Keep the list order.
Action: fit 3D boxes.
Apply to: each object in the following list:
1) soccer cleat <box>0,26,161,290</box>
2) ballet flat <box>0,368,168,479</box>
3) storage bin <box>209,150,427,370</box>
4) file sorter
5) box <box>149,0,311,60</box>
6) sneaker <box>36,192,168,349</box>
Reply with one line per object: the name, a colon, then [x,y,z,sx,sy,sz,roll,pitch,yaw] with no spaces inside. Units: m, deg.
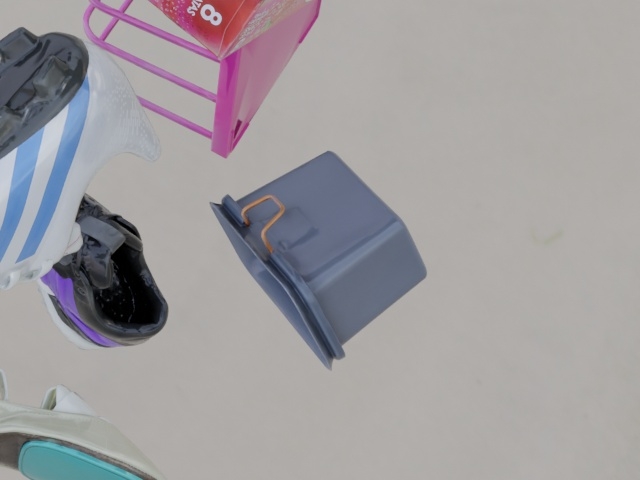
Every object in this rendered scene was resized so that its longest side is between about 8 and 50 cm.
soccer cleat: [-0.246,0.005,1.248,0.331,0.143,0.116,-43,41,1]
ballet flat: [-0.231,0.139,1.398,0.248,0.086,0.086,15,65,-14]
storage bin: [0.000,0.000,1.197,0.091,0.098,0.135,-35,41,-8]
file sorter: [-0.109,-0.261,1.716,0.182,0.290,0.202,26,62,7]
box: [-0.022,-0.217,1.053,0.128,0.257,0.122,40,122,3]
sneaker: [-0.235,-0.016,1.695,0.102,0.293,0.146,-49,28,-24]
